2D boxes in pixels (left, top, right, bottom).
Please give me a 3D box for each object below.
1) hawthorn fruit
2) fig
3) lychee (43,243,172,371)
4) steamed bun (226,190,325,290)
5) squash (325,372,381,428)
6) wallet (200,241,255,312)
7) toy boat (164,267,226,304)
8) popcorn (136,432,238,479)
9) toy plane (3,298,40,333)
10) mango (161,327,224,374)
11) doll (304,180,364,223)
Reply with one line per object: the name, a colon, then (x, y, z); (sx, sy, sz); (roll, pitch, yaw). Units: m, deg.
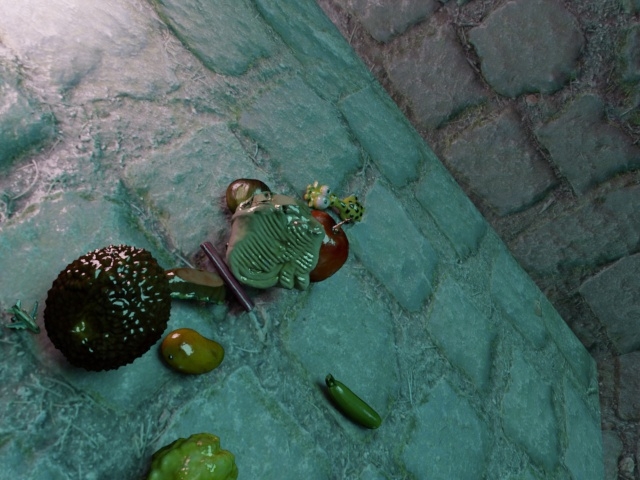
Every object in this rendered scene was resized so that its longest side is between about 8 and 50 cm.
hawthorn fruit: (0.000, 0.000, 1.660); (0.242, 0.271, 0.242); (35, 39, -35)
fig: (-0.239, -0.081, 1.582); (0.149, 0.149, 0.245); (31, 55, -30)
lychee: (-0.442, 0.139, 1.095); (0.267, 0.267, 0.268); (28, 46, -33)
steamed bun: (-0.140, -0.003, 1.497); (0.267, 0.280, 0.207); (13, 19, -12)
squash: (0.093, 0.504, 1.564); (0.252, 0.066, 0.066); (44, 39, -15)
wallet: (-0.263, 0.102, 1.444); (0.232, 0.025, 0.119); (55, -2, -2)
toy boat: (-0.365, 0.122, 1.311); (0.293, 0.099, 0.108); (5, 33, -47)
popcorn: (-0.276, 0.515, 1.008); (0.235, 0.241, 0.250); (21, 47, -34)
toy plane: (-0.615, 0.163, 1.053); (0.083, 0.033, 0.080); (55, 36, -14)
mango: (-0.316, 0.280, 1.259); (0.165, 0.089, 0.115); (37, 32, -29)
doll: (0.062, -0.147, 1.990); (0.291, 0.086, 0.117); (21, 79, -36)
